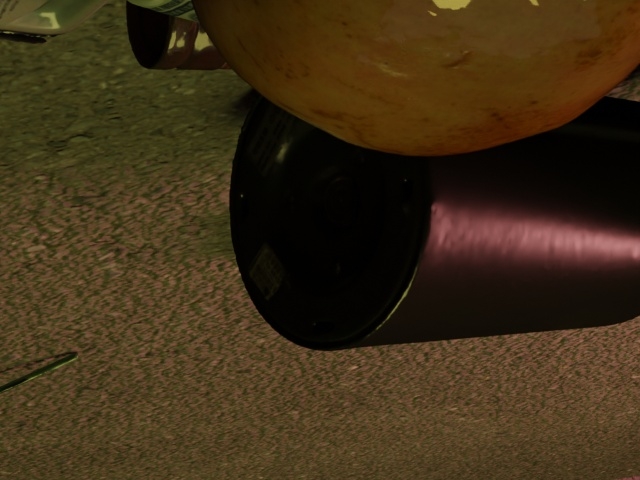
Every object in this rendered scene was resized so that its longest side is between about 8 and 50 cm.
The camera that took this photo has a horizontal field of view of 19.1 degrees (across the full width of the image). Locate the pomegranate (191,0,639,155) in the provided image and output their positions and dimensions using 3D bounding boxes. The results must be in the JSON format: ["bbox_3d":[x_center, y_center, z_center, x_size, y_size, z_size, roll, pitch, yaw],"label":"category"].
[{"bbox_3d":[0.035,-0.161,0.855,0.271,0.229,0.252,2,158,-21],"label":"pomegranate"}]

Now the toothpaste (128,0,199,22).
[{"bbox_3d":[0.004,-0.125,1.073,0.239,0.039,0.062,6,179,-25],"label":"toothpaste"}]

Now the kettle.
[{"bbox_3d":[0.119,-0.054,1.378,0.308,0.262,0.203,1,-165,-41],"label":"kettle"}]

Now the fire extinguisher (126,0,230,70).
[{"bbox_3d":[0.014,-0.124,1.152,0.252,0.106,0.075,-1,160,-27],"label":"fire extinguisher"}]

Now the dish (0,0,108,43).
[{"bbox_3d":[-0.185,-0.159,0.975,0.243,0.080,0.182,2,158,-38],"label":"dish"}]

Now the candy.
[{"bbox_3d":[-0.332,0.155,1.926,0.201,0.060,0.060,-24,160,12],"label":"candy"}]
